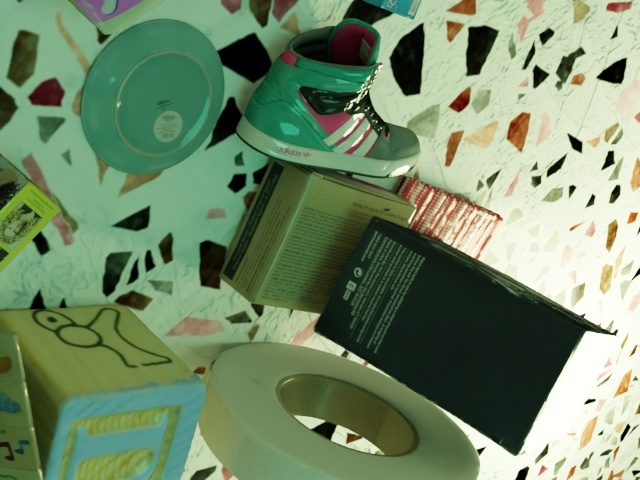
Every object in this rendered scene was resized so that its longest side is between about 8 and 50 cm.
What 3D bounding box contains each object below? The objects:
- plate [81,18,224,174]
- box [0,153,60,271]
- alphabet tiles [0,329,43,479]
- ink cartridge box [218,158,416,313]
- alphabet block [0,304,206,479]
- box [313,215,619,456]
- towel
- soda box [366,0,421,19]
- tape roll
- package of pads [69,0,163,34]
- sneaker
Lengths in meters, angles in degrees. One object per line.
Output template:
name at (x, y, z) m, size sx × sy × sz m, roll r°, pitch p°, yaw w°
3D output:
plate at (-0.184, -0.159, 1.085) m, size 0.188 × 0.024 × 0.188 m, roll -23°, pitch 129°, yaw -32°
box at (-0.382, 0.020, 0.972) m, size 0.232 × 0.087 × 0.058 m, roll -49°, pitch 141°, yaw -9°
alphabet tiles at (-0.421, 0.166, 0.935) m, size 0.011 × 0.285 × 0.342 m, roll -74°, pitch 168°, yaw -57°
ink cartridge box at (0.000, 0.000, 1.312) m, size 0.234 × 0.088 × 0.193 m, roll 15°, pitch 104°, yaw -47°
alphabet block at (-0.279, 0.205, 1.105) m, size 0.192 × 0.197 × 0.193 m, roll 3°, pitch 114°, yaw -43°
box at (0.218, 0.130, 1.320) m, size 0.179 × 0.312 × 0.343 m, roll -62°, pitch 156°, yaw 6°
towel at (0.171, 0.012, 1.526) m, size 0.275 × 0.031 × 0.199 m, roll 18°, pitch 105°, yaw -46°
soda box at (0.112, -0.391, 1.174) m, size 0.067 × 0.071 × 0.210 m, roll 7°, pitch 111°, yaw -46°
tape roll at (0.024, 0.260, 1.281) m, size 0.392 × 0.392 × 0.072 m, roll 5°, pitch 111°, yaw -45°
package of pads at (-0.196, -0.351, 0.842) m, size 0.229 × 0.101 × 0.296 m, roll -30°, pitch 137°, yaw 8°
sneaker at (0.044, -0.188, 1.214) m, size 0.295 × 0.124 × 0.178 m, roll 2°, pitch 124°, yaw -42°
